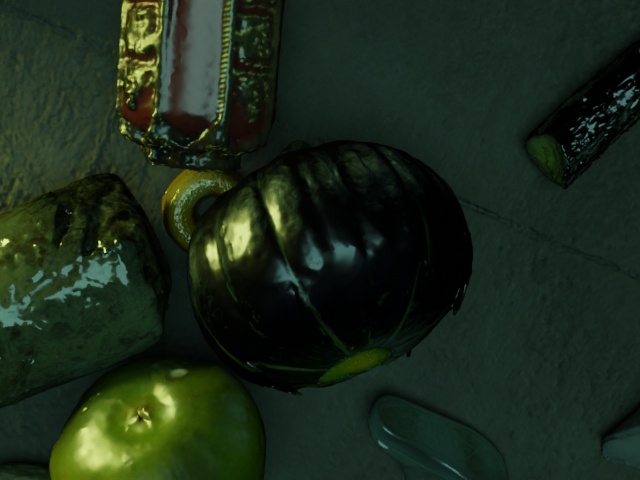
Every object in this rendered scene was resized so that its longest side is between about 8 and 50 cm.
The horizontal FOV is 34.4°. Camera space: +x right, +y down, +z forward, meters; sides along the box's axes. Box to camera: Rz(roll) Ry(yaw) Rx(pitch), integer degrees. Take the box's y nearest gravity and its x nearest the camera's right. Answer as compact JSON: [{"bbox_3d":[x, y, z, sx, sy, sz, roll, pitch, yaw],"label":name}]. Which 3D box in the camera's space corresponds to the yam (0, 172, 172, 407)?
[{"bbox_3d":[-0.300,0.062,1.075,0.300,0.195,0.195,-23,101,1],"label":"yam"}]

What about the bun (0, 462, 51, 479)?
[{"bbox_3d":[-0.343,0.384,1.148,0.259,0.152,0.259,-1,102,-5],"label":"bun"}]

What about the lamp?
[{"bbox_3d":[-0.119,-0.208,1.053,0.177,0.177,0.274,4,98,-4],"label":"lamp"}]

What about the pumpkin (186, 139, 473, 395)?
[{"bbox_3d":[0.000,0.000,1.052,0.296,0.296,0.295,-1,100,-4],"label":"pumpkin"}]

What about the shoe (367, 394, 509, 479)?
[{"bbox_3d":[0.127,0.251,1.203,0.195,0.079,0.078,32,132,-16],"label":"shoe"}]

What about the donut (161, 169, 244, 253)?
[{"bbox_3d":[-0.128,-0.034,1.143,0.097,0.043,0.108,26,93,-8],"label":"donut"}]

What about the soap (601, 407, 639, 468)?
[{"bbox_3d":[0.491,0.211,1.117,0.159,0.258,0.302,43,95,-11],"label":"soap"}]

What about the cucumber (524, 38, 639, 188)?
[{"bbox_3d":[0.357,-0.180,1.133,0.303,0.081,0.072,-41,143,-1],"label":"cucumber"}]

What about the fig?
[{"bbox_3d":[-0.155,0.277,1.073,0.233,0.233,0.314,-10,110,-2],"label":"fig"}]
